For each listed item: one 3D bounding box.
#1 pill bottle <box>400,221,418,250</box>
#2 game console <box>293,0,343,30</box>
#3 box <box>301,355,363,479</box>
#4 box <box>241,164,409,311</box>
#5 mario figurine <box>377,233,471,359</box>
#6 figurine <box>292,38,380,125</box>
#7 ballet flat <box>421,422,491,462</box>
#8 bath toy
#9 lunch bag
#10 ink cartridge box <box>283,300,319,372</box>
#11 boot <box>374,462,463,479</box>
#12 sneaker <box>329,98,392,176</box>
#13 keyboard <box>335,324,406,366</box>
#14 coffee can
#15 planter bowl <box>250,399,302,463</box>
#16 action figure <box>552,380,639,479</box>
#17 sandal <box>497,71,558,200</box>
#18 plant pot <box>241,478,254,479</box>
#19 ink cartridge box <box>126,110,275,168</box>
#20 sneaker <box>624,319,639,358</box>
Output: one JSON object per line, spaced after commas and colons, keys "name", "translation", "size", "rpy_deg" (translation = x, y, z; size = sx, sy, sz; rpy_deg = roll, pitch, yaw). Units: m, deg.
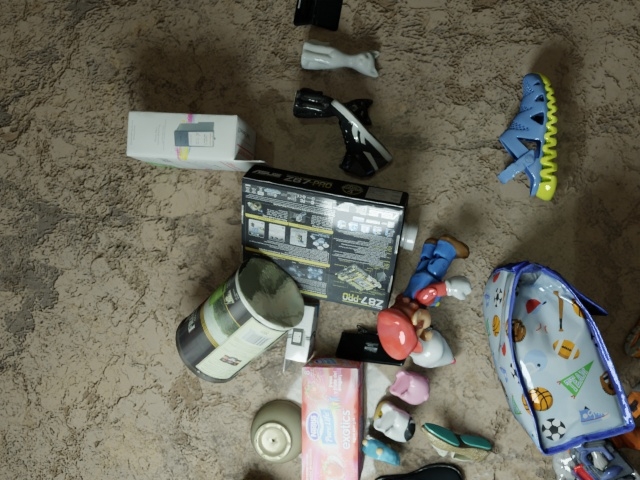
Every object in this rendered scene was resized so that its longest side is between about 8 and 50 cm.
{"name": "pill bottle", "translation": [0.162, -0.027, 1.533], "size": [0.169, 0.094, 0.094], "rpy_deg": [14, 91, 9]}
{"name": "game console", "translation": [-0.005, -0.633, 1.615], "size": [0.107, 0.071, 0.122], "rpy_deg": [10, 90, 39]}
{"name": "box", "translation": [0.034, 0.455, 1.514], "size": [0.142, 0.154, 0.299], "rpy_deg": [0, 90, 10]}
{"name": "box", "translation": [0.000, 0.000, 1.483], "size": [0.395, 0.097, 0.318], "rpy_deg": [10, 121, 10]}
{"name": "mario figurine", "translation": [0.260, 0.153, 1.454], "size": [0.170, 0.198, 0.320], "rpy_deg": [26, 71, 18]}
{"name": "figurine", "translation": [0.047, -0.418, 1.572], "size": [0.210, 0.092, 0.214], "rpy_deg": [9, 90, 1]}
{"name": "ballet flat", "translation": [0.330, 0.511, 1.480], "size": [0.206, 0.073, 0.067], "rpy_deg": [22, 105, -15]}
{"name": "bath toy", "translation": [0.228, 0.390, 1.499], "size": [0.129, 0.151, 0.348], "rpy_deg": [29, 87, -26]}
{"name": "lunch bag", "translation": [0.507, 0.232, 1.356], "size": [0.239, 0.328, 0.385], "rpy_deg": [-20, 84, 4]}
{"name": "ink cartridge box", "translation": [-0.048, 0.252, 1.555], "size": [0.060, 0.104, 0.180], "rpy_deg": [8, 91, 8]}
{"name": "boot", "translation": [0.231, 0.630, 1.450], "size": [0.247, 0.207, 0.094], "rpy_deg": [-11, 87, 8]}
{"name": "sneaker", "translation": [0.074, -0.247, 1.528], "size": [0.121, 0.079, 0.217], "rpy_deg": [-42, 107, 13]}
{"name": "keyboard", "translation": [0.138, 0.274, 1.534], "size": [0.192, 0.038, 0.100], "rpy_deg": [3, 56, 29]}
{"name": "coffee can", "translation": [-0.201, 0.202, 1.485], "size": [0.275, 0.201, 0.201], "rpy_deg": [-42, 83, 29]}
{"name": "planter bowl", "translation": [-0.114, 0.511, 1.557], "size": [0.162, 0.109, 0.162], "rpy_deg": [0, 89, 9]}
{"name": "action figure", "translation": [0.711, 0.492, 1.427], "size": [0.330, 0.178, 0.341], "rpy_deg": [-32, 118, 8]}
{"name": "sandal", "translation": [0.509, -0.257, 1.474], "size": [0.138, 0.126, 0.317], "rpy_deg": [1, 87, 13]}
{"name": "plant pot", "translation": [-0.108, 0.750, 1.494], "size": [0.239, 0.254, 0.253], "rpy_deg": [13, 91, -6]}
{"name": "ink cartridge box", "translation": [-0.293, -0.253, 1.552], "size": [0.354, 0.207, 0.119], "rpy_deg": [4, 89, 7]}
{"name": "sneaker", "translation": [0.826, 0.200, 1.438], "size": [0.083, 0.084, 0.214], "rpy_deg": [31, 97, -5]}
